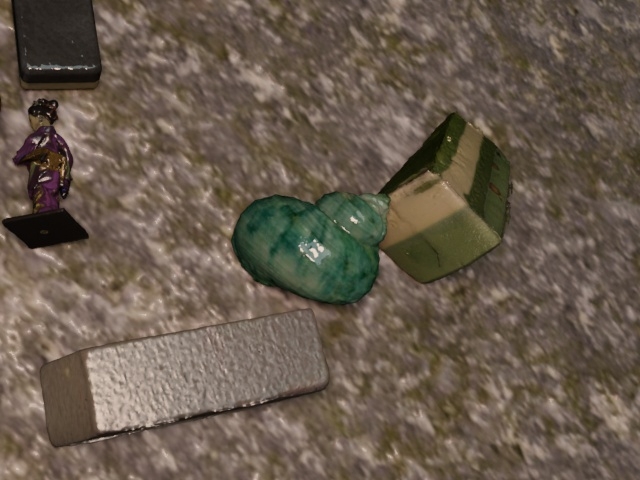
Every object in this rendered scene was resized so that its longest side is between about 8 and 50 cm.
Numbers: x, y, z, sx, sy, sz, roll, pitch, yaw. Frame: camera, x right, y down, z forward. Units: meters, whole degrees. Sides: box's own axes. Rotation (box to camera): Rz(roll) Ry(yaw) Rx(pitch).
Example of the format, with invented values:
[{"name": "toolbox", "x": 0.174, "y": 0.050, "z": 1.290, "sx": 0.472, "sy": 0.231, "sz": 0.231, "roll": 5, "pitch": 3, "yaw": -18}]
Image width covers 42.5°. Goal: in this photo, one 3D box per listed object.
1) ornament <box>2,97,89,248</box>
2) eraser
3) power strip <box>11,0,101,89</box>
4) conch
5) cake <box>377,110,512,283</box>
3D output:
[{"name": "ornament", "x": -0.365, "y": -0.092, "z": 1.068, "sx": 0.081, "sy": 0.088, "sz": 0.203, "roll": -16, "pitch": 66, "yaw": 1}, {"name": "eraser", "x": -0.169, "y": 0.174, "z": 1.050, "sx": 0.353, "sy": 0.077, "sz": 0.111, "roll": -8, "pitch": 74, "yaw": -21}, {"name": "power strip", "x": -0.371, "y": -0.334, "z": 1.136, "sx": 0.105, "sy": 0.070, "sz": 0.256, "roll": -5, "pitch": 77, "yaw": -24}, {"name": "conch", "x": 0.003, "y": -0.002, "z": 1.132, "sx": 0.202, "sy": 0.134, "sz": 0.196, "roll": -29, "pitch": 87, "yaw": -24}, {"name": "cake", "x": 0.180, "y": -0.069, "z": 1.265, "sx": 0.158, "sy": 0.172, "sz": 0.283, "roll": 45, "pitch": 32, "yaw": -9}]
